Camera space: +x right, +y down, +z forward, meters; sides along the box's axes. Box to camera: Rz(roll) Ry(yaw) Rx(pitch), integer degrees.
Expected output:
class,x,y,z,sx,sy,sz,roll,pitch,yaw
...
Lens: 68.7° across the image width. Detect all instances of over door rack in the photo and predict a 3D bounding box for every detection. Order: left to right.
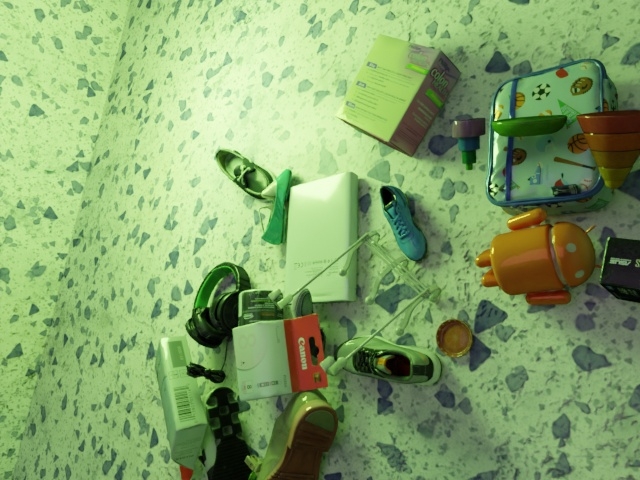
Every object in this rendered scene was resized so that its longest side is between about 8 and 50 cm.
class,x,y,z,sx,sy,sz,roll,pitch,yaw
over door rack,0.078,0.141,1.090,0.324,0.108,0.239,-32,52,-17

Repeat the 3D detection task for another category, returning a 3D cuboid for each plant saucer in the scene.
class,x,y,z,sx,sy,sz,roll,pitch,yaw
plant saucer,0.293,0.214,1.025,0.084,0.013,0.083,-12,71,38

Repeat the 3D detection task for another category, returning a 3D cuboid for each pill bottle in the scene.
class,x,y,z,sx,sy,sz,roll,pitch,yaw
pill bottle,-0.169,0.269,1.327,0.131,0.131,0.245,-16,67,37

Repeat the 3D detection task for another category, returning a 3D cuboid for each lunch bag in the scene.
class,x,y,z,sx,sy,sz,roll,pitch,yaw
lunch bag,0.452,-0.192,0.942,0.243,0.115,0.303,-1,76,43

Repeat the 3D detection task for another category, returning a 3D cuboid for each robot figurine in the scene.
class,x,y,z,sx,sy,sz,roll,pitch,yaw
robot figurine,0.415,0.034,0.895,0.220,0.128,0.157,-15,56,37

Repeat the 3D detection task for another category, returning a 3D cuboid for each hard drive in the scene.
class,x,y,z,sx,sy,sz,roll,pitch,yaw
hard drive,0.000,0.000,1.317,0.233,0.047,0.352,-9,72,39

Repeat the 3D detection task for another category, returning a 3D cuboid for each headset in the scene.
class,x,y,z,sx,sy,sz,roll,pitch,yaw
headset,-0.329,0.240,1.438,0.243,0.185,0.393,-33,48,30

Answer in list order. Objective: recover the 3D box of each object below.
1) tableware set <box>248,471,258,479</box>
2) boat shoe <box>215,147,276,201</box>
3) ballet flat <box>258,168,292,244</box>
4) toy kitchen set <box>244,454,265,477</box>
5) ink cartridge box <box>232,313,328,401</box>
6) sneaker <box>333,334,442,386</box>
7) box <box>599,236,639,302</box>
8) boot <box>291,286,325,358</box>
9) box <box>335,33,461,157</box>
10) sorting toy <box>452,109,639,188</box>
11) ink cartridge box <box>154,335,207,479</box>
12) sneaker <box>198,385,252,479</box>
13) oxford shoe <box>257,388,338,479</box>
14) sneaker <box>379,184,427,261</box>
class,x,y,z,sx,sy,sz,roll,pitch,yaw
tableware set,-0.181,0.666,1.221,0.024,0.154,0.104,14,54,19
boat shoe,-0.257,-0.223,1.570,0.303,0.091,0.114,34,101,41
ballet flat,-0.142,-0.111,1.433,0.083,0.087,0.247,153,124,-72
toy kitchen set,-0.170,0.593,1.275,0.075,0.068,0.083,31,98,39
ink cartridge box,-0.108,0.294,1.182,0.233,0.066,0.188,-18,71,27
sneaker,0.136,0.273,1.082,0.272,0.108,0.100,-4,77,41
box,0.545,0.060,0.740,0.148,0.180,0.077,9,83,41
boot,-0.024,0.216,1.233,0.086,0.069,0.189,20,123,36
box,0.194,-0.375,1.210,0.214,0.117,0.242,38,104,41
sorting toy,0.402,-0.164,0.854,0.366,0.127,0.126,13,115,50
ink cartridge box,-0.448,0.531,1.419,0.308,0.091,0.384,59,137,41
sneaker,-0.288,0.603,1.361,0.146,0.123,0.330,-36,56,49
oxford shoe,-0.077,0.552,1.195,0.396,0.141,0.146,-63,23,9
sneaker,0.192,-0.044,1.142,0.069,0.082,0.209,-32,60,28
